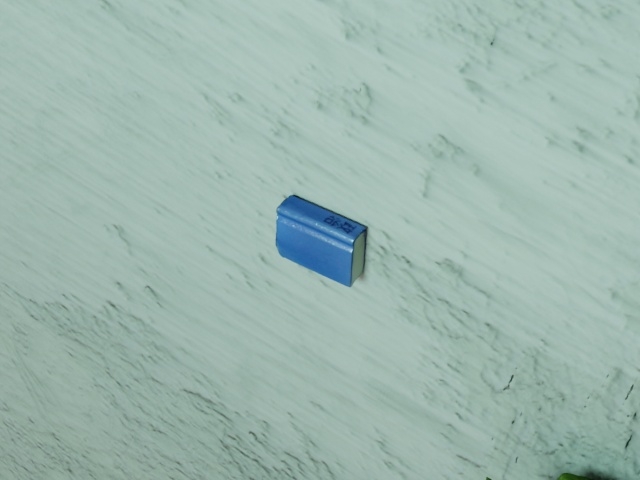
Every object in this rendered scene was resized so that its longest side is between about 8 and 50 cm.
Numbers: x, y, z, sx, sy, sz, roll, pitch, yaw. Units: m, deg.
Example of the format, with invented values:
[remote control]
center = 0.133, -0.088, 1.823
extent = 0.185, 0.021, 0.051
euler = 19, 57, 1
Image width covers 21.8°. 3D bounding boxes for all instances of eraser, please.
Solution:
[eraser]
center = 0.000, 0.000, 1.547
extent = 0.084, 0.027, 0.063
euler = 24, 139, 22

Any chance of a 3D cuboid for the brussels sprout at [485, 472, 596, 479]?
[brussels sprout]
center = 0.251, 0.331, 1.478
extent = 0.259, 0.227, 0.294
euler = 28, 174, 34
